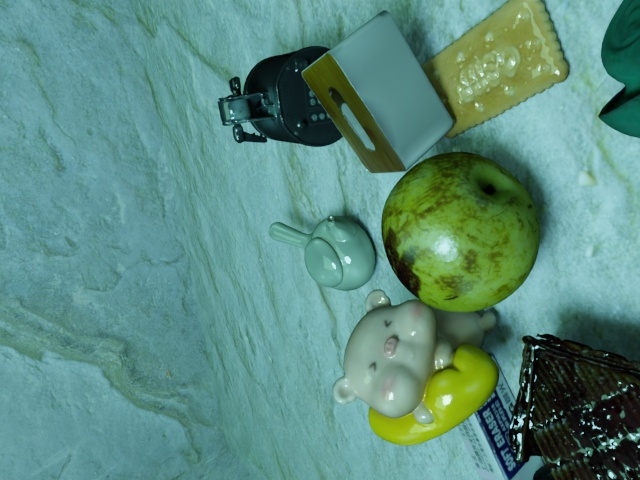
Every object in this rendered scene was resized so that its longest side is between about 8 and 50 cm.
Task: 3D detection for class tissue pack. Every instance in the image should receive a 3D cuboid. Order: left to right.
[{"bbox_3d":[0.106,-0.265,0.833,0.246,0.136,0.159,51,168,-17],"label":"tissue pack"}]

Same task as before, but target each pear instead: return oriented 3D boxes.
[{"bbox_3d":[0.235,-0.009,0.782,0.283,0.283,0.284,29,130,43],"label":"pear"}]

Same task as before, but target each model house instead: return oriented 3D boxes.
[{"bbox_3d":[0.461,0.283,0.710,0.297,0.317,0.282,-41,46,21],"label":"model house"}]

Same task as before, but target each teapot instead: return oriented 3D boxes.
[{"bbox_3d":[0.005,0.036,1.218,0.318,0.149,0.220,-4,103,53],"label":"teapot"}]

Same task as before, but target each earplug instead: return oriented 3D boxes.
[{"bbox_3d":[0.447,-0.228,0.510,0.257,0.164,0.280,-33,92,18],"label":"earplug"}]

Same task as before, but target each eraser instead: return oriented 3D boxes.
[{"bbox_3d":[0.368,0.402,0.940,0.086,0.130,0.287,-32,82,57],"label":"eraser"}]

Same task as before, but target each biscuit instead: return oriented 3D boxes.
[{"bbox_3d":[0.283,-0.292,0.768,0.249,0.030,0.160,-20,91,56],"label":"biscuit"}]

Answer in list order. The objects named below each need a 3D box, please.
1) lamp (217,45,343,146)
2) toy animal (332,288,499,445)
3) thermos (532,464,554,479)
[{"bbox_3d":[-0.043,-0.330,1.027,0.272,0.374,0.205,-117,19,-68],"label":"lamp"},{"bbox_3d":[0.185,0.204,0.860,0.247,0.345,0.277,44,152,-7],"label":"toy animal"},{"bbox_3d":[0.507,0.619,0.857,0.109,0.136,0.330,-11,99,65],"label":"thermos"}]
